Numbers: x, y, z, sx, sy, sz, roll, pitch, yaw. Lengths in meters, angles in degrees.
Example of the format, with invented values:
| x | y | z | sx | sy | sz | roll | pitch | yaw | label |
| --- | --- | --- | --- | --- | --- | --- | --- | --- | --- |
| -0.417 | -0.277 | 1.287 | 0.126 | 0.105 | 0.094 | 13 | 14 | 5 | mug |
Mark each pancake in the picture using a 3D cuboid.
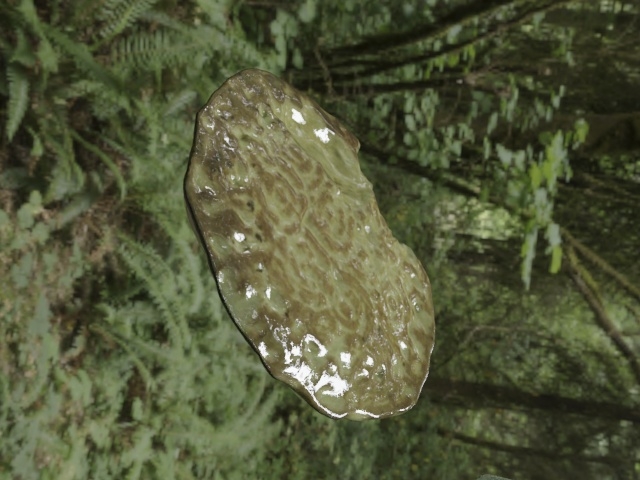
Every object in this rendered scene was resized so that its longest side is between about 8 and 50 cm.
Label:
| x | y | z | sx | sy | sz | roll | pitch | yaw | label |
| --- | --- | --- | --- | --- | --- | --- | --- | --- | --- |
| 0.000 | 0.000 | 0.491 | 0.212 | 0.029 | 0.235 | -10 | 77 | -56 | pancake |

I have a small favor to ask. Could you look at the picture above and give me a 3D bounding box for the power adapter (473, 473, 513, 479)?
| x | y | z | sx | sy | sz | roll | pitch | yaw | label |
| --- | --- | --- | --- | --- | --- | --- | --- | --- | --- |
| 0.196 | 0.289 | 0.580 | 0.187 | 0.255 | 0.124 | -42 | 115 | -33 | power adapter |
